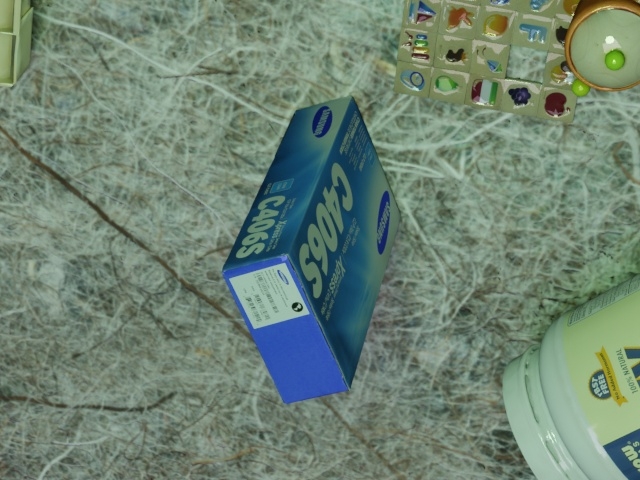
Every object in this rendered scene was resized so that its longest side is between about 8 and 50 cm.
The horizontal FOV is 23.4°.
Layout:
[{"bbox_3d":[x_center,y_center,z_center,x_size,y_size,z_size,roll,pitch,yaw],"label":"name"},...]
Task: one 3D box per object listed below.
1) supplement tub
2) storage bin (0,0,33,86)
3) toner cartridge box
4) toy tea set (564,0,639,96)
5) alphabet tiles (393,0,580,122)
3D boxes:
[{"bbox_3d":[0.386,0.147,1.679,0.325,0.235,0.235,-32,109,27],"label":"supplement tub"},{"bbox_3d":[-0.426,-0.321,1.654,0.260,0.123,0.262,14,123,4],"label":"storage bin"},{"bbox_3d":[0.000,0.000,1.613,0.075,0.348,0.165,-13,117,19],"label":"toner cartridge box"},{"bbox_3d":[0.329,-0.284,1.490,0.200,0.124,0.336,-4,120,11],"label":"toy tea set"},{"bbox_3d":[0.187,-0.245,1.623,0.198,0.009,0.237,11,122,7],"label":"alphabet tiles"}]
